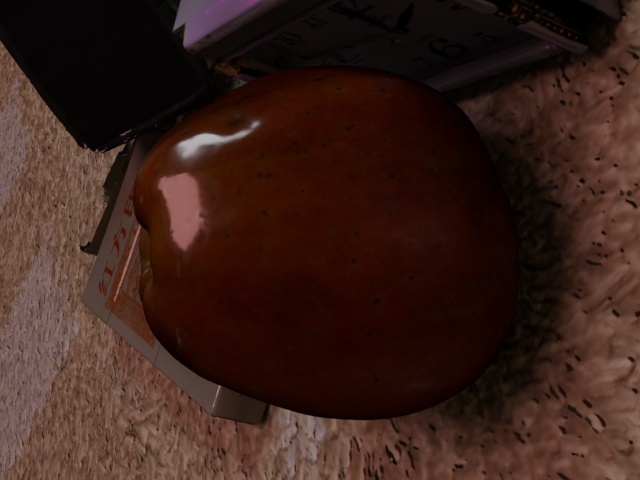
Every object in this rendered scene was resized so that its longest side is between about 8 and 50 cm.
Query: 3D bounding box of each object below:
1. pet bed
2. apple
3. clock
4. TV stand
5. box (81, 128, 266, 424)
[{"bbox_3d":[-0.206,-0.217,1.082,0.183,0.211,0.159,-27,22,20],"label":"pet bed"},{"bbox_3d":[-0.001,0.000,0.651,0.234,0.234,0.234,-34,48,47],"label":"apple"},{"bbox_3d":[0.039,-0.153,0.696,0.253,0.186,0.083,-12,67,56],"label":"clock"},{"bbox_3d":[-0.207,-0.091,1.216,0.249,0.036,0.042,-64,30,14],"label":"TV stand"},{"bbox_3d":[-0.118,0.012,1.000,0.365,0.051,0.204,22,94,60],"label":"box"}]
